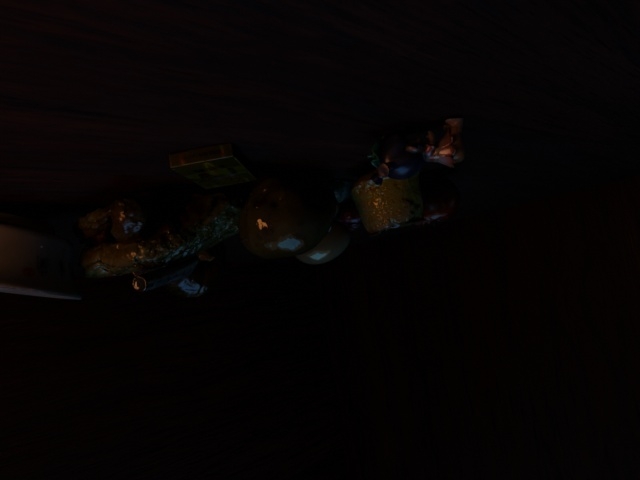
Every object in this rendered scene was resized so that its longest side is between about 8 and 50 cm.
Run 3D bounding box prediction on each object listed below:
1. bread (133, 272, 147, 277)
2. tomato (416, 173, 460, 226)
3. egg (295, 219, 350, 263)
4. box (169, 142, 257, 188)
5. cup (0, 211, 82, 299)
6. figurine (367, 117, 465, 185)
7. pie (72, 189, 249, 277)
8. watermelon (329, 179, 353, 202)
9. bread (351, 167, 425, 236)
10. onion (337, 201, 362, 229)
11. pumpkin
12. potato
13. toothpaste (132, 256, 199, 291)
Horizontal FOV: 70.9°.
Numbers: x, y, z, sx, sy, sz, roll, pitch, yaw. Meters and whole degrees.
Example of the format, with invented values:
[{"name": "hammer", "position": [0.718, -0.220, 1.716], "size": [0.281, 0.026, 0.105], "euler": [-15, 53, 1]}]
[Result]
[{"name": "bread", "position": [-0.642, 0.036, 1.605], "size": [0.119, 0.193, 0.067], "euler": [29, 174, -6]}, {"name": "tomato", "position": [0.343, -0.124, 1.380], "size": [0.186, 0.152, 0.187], "euler": [-9, 169, -2]}, {"name": "egg", "position": [0.000, 0.000, 1.857], "size": [0.253, 0.189, 0.188], "euler": [-12, 175, -7]}, {"name": "box", "position": [-0.209, -0.146, 0.912], "size": [0.121, 0.030, 0.193], "euler": [-10, 175, 4]}, {"name": "cup", "position": [-0.714, 0.032, 1.013], "size": [0.346, 0.163, 0.347], "euler": [5, 167, 1]}, {"name": "figurine", "position": [0.190, -0.175, 0.893], "size": [0.194, 0.102, 0.111], "euler": [-9, 171, 8]}, {"name": "pie", "position": [-0.388, -0.020, 1.159], "size": [0.395, 0.181, 0.418], "euler": [-16, 177, 40]}, {"name": "watermelon", "position": [0.053, -0.148, 1.273], "size": [0.061, 0.085, 0.085], "euler": [35, -161, 30]}, {"name": "bread", "position": [0.177, -0.111, 1.178], "size": [0.197, 0.171, 0.197], "euler": [-17, -176, 1]}, {"name": "onion", "position": [0.119, -0.088, 1.617], "size": [0.115, 0.105, 0.115], "euler": [1, -169, 0]}, {"name": "pumpkin", "position": [-0.415, 0.059, 1.471], "size": [0.189, 0.261, 0.260], "euler": [-15, 171, 40]}, {"name": "potato", "position": [-0.066, -0.068, 1.131], "size": [0.218, 0.203, 0.351], "euler": [-28, 179, 31]}, {"name": "toothpaste", "position": [-0.363, 0.081, 1.085], "size": [0.039, 0.062, 0.239], "euler": [33, -167, 8]}]
